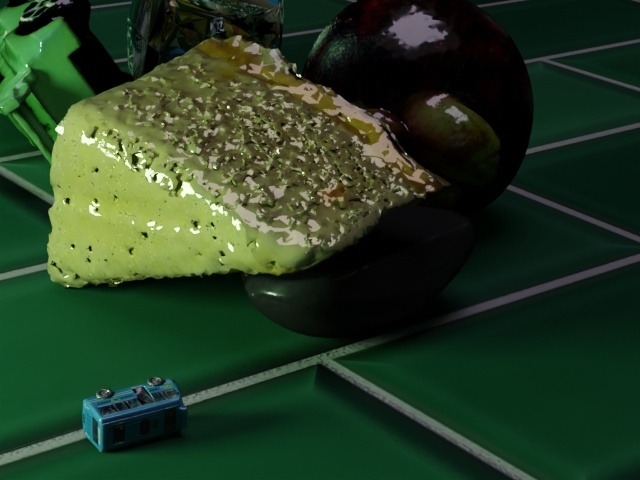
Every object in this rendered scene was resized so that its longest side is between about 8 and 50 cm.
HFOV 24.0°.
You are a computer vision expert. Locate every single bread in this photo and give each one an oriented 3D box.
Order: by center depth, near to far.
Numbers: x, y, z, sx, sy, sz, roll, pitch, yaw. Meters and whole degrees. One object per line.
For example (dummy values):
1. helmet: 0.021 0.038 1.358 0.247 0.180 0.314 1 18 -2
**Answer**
1. bread: -0.086 -0.020 1.487 0.315 0.279 0.248 41 44 22

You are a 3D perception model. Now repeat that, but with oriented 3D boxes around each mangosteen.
1. mangosteen: 0.106 -0.143 1.696 0.288 0.288 0.288 2 22 -1

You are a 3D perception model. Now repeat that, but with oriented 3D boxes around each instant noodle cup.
1. instant noodle cup: -0.165 -0.299 2.145 0.178 0.240 0.240 4 20 -20

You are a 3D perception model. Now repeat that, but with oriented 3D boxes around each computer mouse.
1. computer mouse: 0.040 0.039 1.468 0.137 0.086 0.269 10 24 41

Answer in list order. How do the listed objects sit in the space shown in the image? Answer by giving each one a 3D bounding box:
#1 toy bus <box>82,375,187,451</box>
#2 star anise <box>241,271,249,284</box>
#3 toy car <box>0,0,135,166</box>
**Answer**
1. toy bus: -0.153 0.145 1.250 0.083 0.038 0.046 -12 30 -28
2. star anise: 0.000 0.000 1.582 0.190 0.070 0.097 -19 19 -21
3. toy car: -0.329 -0.201 1.902 0.176 0.213 0.358 -39 28 -7
